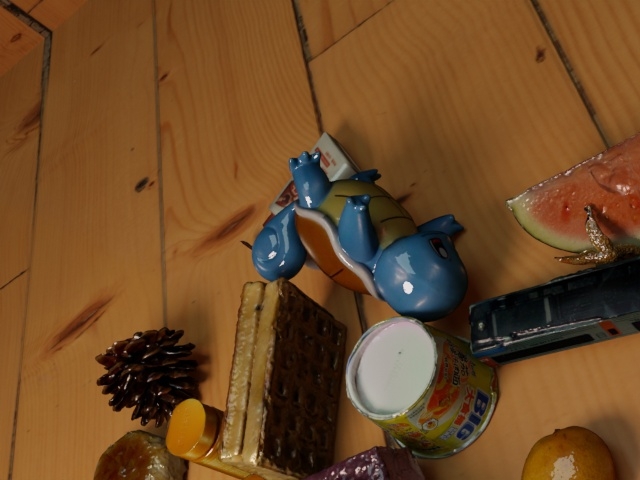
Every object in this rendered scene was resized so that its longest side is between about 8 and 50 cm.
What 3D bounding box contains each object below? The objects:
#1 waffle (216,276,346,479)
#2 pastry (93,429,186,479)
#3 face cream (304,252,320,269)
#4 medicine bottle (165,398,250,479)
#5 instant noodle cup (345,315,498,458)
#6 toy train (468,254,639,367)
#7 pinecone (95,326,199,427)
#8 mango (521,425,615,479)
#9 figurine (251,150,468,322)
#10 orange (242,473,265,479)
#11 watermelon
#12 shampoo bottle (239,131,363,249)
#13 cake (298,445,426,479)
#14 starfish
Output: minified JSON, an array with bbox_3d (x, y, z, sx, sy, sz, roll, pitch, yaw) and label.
[{"bbox_3d":[-0.054,0.239,1.360,0.091,0.213,0.307,-11,56,32],"label":"waffle"},{"bbox_3d":[-0.347,0.450,1.580,0.192,0.093,0.182,17,74,47],"label":"pastry"},{"bbox_3d":[0.000,0.000,1.558,0.091,0.091,0.095,-27,40,27],"label":"face cream"},{"bbox_3d":[-0.161,0.342,1.407,0.096,0.192,0.096,-23,50,31],"label":"medicine bottle"},{"bbox_3d":[0.142,0.209,1.251,0.205,0.153,0.205,-23,50,29],"label":"instant noodle cup"},{"bbox_3d":[0.400,0.086,1.143,0.410,0.089,0.086,-20,50,31],"label":"toy train"},{"bbox_3d":[-0.327,0.266,1.612,0.208,0.208,0.207,-22,51,31],"label":"pinecone"},{"bbox_3d":[0.312,0.319,1.077,0.115,0.089,0.165,30,89,38],"label":"mango"},{"bbox_3d":[0.057,-0.020,1.365,0.416,0.298,0.242,13,84,38],"label":"figurine"},{"bbox_3d":[-0.098,0.421,1.382,0.084,0.083,0.083,-22,51,31],"label":"orange"},{"bbox_3d":[0.439,-0.089,1.197,0.303,0.159,0.128,-30,19,32],"label":"watermelon"},{"bbox_3d":[-0.046,-0.072,1.657,0.284,0.071,0.153,-45,41,8],"label":"shampoo bottle"},{"bbox_3d":[0.029,0.370,1.238,0.295,0.116,0.112,-21,56,35],"label":"cake"},{"bbox_3d":[0.393,0.013,1.172,0.133,0.130,0.041,-20,22,23],"label":"starfish"}]
